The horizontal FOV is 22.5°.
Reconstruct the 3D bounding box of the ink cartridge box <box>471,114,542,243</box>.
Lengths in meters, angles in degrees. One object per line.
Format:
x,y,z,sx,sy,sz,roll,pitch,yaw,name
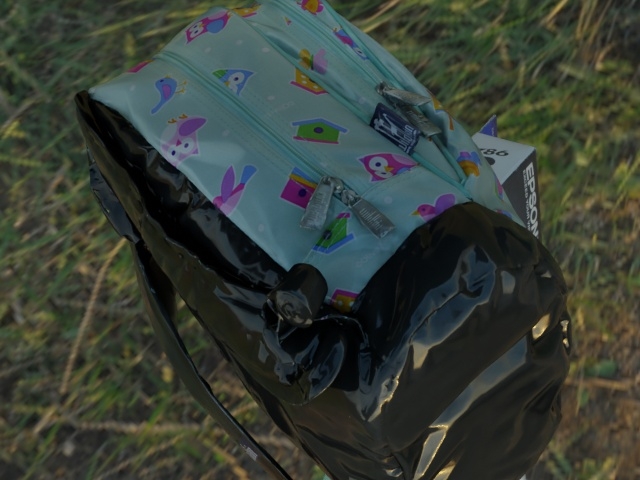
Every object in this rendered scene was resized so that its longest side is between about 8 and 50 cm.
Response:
0.102,0.038,1.158,0.065,0.333,0.165,4,116,25,ink cartridge box

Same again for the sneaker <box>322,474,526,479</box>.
-0.003,0.148,0.677,0.151,0.094,0.256,-9,127,-20,sneaker

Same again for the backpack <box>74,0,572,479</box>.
0.000,0.000,0.540,0.182,0.115,0.152,46,159,33,backpack
